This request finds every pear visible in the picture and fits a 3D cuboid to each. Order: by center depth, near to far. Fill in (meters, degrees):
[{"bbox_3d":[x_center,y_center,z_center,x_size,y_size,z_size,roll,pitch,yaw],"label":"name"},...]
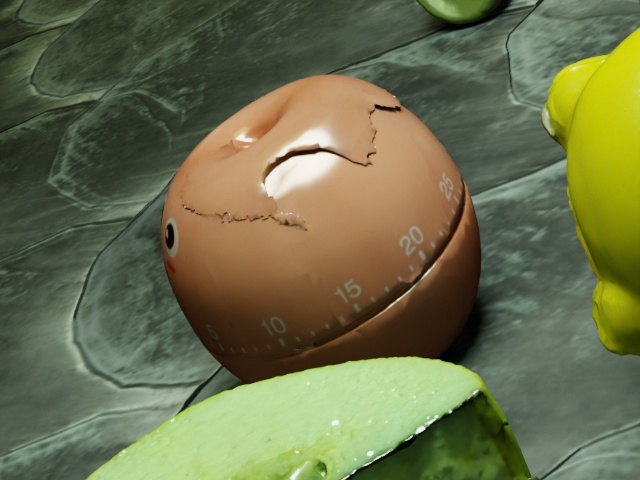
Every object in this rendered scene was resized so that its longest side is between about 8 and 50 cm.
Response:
[{"bbox_3d":[-0.028,0.188,1.111,0.292,0.159,0.292,-22,20,8],"label":"pear"}]

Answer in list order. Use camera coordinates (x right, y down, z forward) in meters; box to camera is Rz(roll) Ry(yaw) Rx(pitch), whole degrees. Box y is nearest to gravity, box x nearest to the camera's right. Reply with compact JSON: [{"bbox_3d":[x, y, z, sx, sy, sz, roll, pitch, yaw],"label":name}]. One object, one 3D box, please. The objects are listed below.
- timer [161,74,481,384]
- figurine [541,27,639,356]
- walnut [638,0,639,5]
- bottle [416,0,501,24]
[{"bbox_3d":[0.000,0.000,1.414,0.229,0.215,0.229,-24,22,10],"label":"timer"},{"bbox_3d":[0.308,-0.060,1.156,0.340,0.324,0.231,-19,-21,12],"label":"figurine"},{"bbox_3d":[0.345,-0.228,1.602,0.159,0.159,0.207,-8,35,41],"label":"walnut"},{"bbox_3d":[0.184,-0.335,2.086,0.112,0.112,0.260,-13,26,34],"label":"bottle"}]
